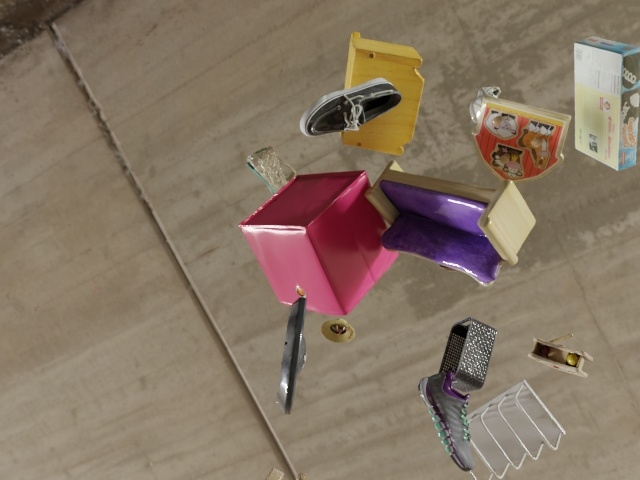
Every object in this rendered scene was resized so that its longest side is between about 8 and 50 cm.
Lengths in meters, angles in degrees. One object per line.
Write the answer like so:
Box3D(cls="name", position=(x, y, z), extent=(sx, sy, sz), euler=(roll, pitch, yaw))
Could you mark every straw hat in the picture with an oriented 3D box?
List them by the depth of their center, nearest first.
Box3D(cls="straw hat", position=(0.077, 0.356, 2.155), extent=(0.144, 0.144, 0.061), euler=(-24, -152, 31))

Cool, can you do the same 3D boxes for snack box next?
Box3D(cls="snack box", position=(0.770, -0.368, 1.411), extent=(0.060, 0.322, 0.187), euler=(-19, -148, -2))

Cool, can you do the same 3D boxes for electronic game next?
Box3D(cls="electronic game", position=(-0.051, 0.227, 1.040), extent=(0.048, 0.230, 0.229), euler=(8, -175, -2))

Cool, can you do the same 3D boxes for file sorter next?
Box3D(cls="file sorter", position=(0.564, 0.603, 1.610), extent=(0.277, 0.193, 0.173), euler=(-44, 161, 25))

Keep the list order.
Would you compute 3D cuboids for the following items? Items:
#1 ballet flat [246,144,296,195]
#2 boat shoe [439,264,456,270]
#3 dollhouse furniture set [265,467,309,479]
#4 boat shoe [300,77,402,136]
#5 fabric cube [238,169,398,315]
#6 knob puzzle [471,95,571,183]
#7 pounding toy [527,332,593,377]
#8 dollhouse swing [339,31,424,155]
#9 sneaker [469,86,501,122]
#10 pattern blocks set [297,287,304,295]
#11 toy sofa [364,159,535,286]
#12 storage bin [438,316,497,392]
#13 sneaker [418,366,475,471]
Box3D(cls="ballet flat", position=(-0.130, -0.204, 2.010), extent=(0.146, 0.409, 0.147), euler=(-16, -131, 19))
Box3D(cls="boat shoe", position=(0.531, 0.069, 1.932), extent=(0.206, 0.073, 0.073), euler=(-14, 160, 35))
Box3D(cls="dollhouse furniture set", position=(-0.045, 0.934, 1.722), extent=(0.355, 0.174, 0.303), euler=(21, -136, 19))
Box3D(cls="boat shoe", position=(0.092, -0.371, 1.516), extent=(0.306, 0.113, 0.105), euler=(-22, -134, -13))
Box3D(cls="fabric cube", position=(0.000, 0.000, 1.333), extent=(0.254, 0.258, 0.259), euler=(5, -141, 44))
Box3D(cls="knob puzzle", position=(0.401, -0.189, 1.080), extent=(0.213, 0.213, 0.030), euler=(-20, -156, 52))
Box3D(cls="pounding toy", position=(0.893, 0.402, 1.970), extent=(0.269, 0.154, 0.155), euler=(3, -112, 67))
Box3D(cls="dollhouse swing", position=(0.214, -0.549, 1.885), extent=(0.314, 0.347, 0.305), euler=(13, -142, 10))
Box3D(cls="sneaker", position=(0.497, -0.416, 1.579), extent=(0.061, 0.054, 0.152), euler=(-1, -130, 46))
Box3D(cls="pattern blocks set", position=(-0.030, 0.052, 1.651), extent=(0.285, 0.325, 0.026), euler=(-50, -165, -32))
Box3D(cls="toy sofa", position=(0.262, -0.049, 1.162), extent=(0.177, 0.150, 0.362), euler=(-54, -142, -11))
Box3D(cls="storage bin", position=(0.406, 0.317, 1.448), extent=(0.180, 0.084, 0.122), euler=(-65, -176, -25))
Box3D(cls="sneaker", position=(0.311, 0.405, 1.185), extent=(0.098, 0.224, 0.083), euler=(-30, 168, 18))
